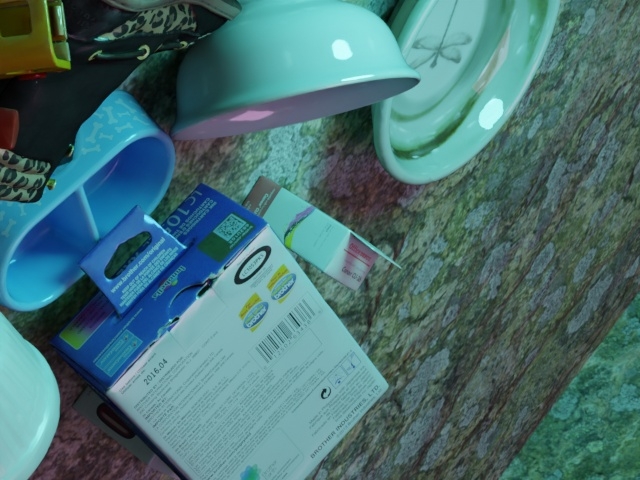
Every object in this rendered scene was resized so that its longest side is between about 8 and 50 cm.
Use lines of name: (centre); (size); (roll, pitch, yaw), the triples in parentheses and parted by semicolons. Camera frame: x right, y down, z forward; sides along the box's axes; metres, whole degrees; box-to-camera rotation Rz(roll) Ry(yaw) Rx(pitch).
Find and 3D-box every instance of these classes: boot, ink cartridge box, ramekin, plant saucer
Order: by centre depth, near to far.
ramekin: (-0.410, 0.161, 1.731); (0.273, 0.273, 0.127); (-43, 139, -24)
boot: (-0.237, -0.183, 1.763); (0.284, 0.138, 0.377); (-50, 176, 13)
ink cartridge box: (-0.126, 0.127, 2.023); (0.270, 0.151, 0.395); (-47, 133, -12)
ink cartridge box: (0.000, 0.000, 2.270); (0.067, 0.198, 0.115); (-58, 152, 1)
plant saucer: (0.180, -0.272, 2.381); (0.400, 0.100, 0.400); (-39, 148, -30)

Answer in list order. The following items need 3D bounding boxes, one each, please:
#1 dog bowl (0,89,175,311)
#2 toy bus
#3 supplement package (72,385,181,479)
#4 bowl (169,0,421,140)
dog bowl: (-0.279, -0.038, 1.920); (0.297, 0.074, 0.166); (-43, 150, -23)
toy bus: (-0.322, -0.187, 1.530); (0.202, 0.191, 0.104); (-53, 180, 4)
supplement package: (-0.157, 0.172, 2.258); (0.262, 0.145, 0.204); (-55, 152, -4)
bowl: (-0.042, -0.212, 1.980); (0.298, 0.298, 0.134); (-9, 86, -55)
